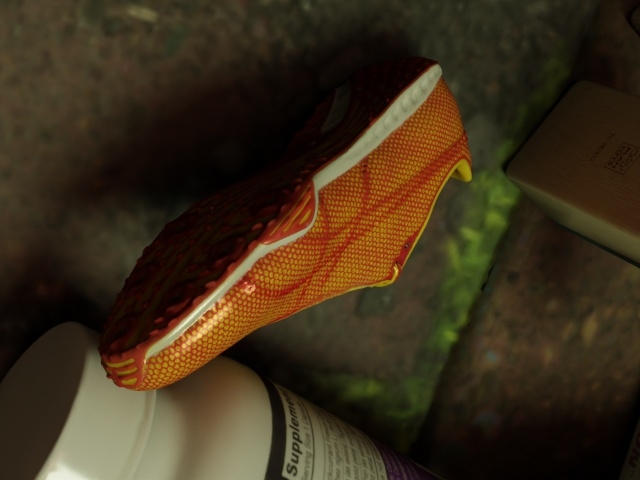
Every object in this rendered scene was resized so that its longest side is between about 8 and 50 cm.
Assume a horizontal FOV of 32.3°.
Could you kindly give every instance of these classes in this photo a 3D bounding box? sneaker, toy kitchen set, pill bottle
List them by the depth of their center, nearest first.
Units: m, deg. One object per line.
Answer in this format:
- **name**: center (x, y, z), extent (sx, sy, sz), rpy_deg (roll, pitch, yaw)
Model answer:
- **sneaker**: center (0.000, 0.000, 0.376), extent (0.175, 0.064, 0.067), rpy_deg (-39, 115, -33)
- **pill bottle**: center (-0.028, 0.108, 0.405), extent (0.193, 0.108, 0.108), rpy_deg (33, 93, -27)
- **toy kitchen set**: center (0.217, -0.046, 0.443), extent (0.166, 0.122, 0.207), rpy_deg (38, 91, -28)

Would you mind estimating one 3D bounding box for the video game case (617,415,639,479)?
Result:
- **video game case**: center (0.254, 0.083, 0.532), extent (0.201, 0.023, 0.183), rpy_deg (13, 101, -12)
